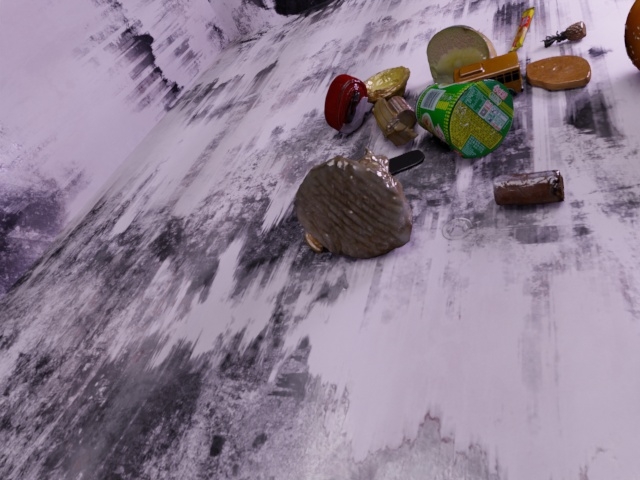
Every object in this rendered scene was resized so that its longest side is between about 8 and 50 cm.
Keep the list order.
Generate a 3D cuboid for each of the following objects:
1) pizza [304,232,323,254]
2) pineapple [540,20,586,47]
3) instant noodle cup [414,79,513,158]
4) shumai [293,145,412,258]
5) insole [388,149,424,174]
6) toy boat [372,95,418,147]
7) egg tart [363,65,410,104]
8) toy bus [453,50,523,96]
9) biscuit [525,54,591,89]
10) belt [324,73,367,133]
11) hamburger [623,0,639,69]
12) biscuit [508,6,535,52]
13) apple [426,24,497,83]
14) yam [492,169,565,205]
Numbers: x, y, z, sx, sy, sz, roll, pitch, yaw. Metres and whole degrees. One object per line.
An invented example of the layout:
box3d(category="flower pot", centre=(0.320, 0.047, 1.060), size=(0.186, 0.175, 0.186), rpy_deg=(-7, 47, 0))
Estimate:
box3d(category="pizza", centre=(0.000, 0.001, 1.211), size=(0.078, 0.025, 0.083), rpy_deg=(-27, 55, -16))
box3d(category="pineapple", centre=(0.783, -0.655, 1.370), size=(0.124, 0.058, 0.058), rpy_deg=(-10, 42, 46))
box3d(category="instant noodle cup", centre=(0.385, -0.361, 1.214), size=(0.207, 0.207, 0.233), rpy_deg=(-34, 32, -2))
box3d(category="shumai", centre=(0.124, -0.103, 1.148), size=(0.313, 0.267, 0.262), rpy_deg=(26, 30, 17))
box3d(category="insole", centre=(0.173, -0.214, 1.331), size=(0.309, 0.012, 0.110), rpy_deg=(-20, 39, 14))
box3d(category="toy boat", centre=(0.252, -0.411, 1.411), size=(0.115, 0.089, 0.310), rpy_deg=(-49, 26, 27))
box3d(category="egg tart", centre=(0.244, -0.575, 1.605), size=(0.212, 0.090, 0.213), rpy_deg=(-17, 42, 16))
box3d(category="toy bus", centre=(0.510, -0.494, 1.314), size=(0.200, 0.114, 0.098), rpy_deg=(-9, 52, 24))
box3d(category="biscuit", centre=(0.707, -0.500, 1.262), size=(0.141, 0.029, 0.221), rpy_deg=(-37, 38, -4))
box3d(category="belt", centre=(0.095, -0.493, 1.550), size=(0.127, 0.201, 0.124), rpy_deg=(-1, 27, -28))
box3d(category="hamburger", centre=(0.835, -0.508, 1.024), size=(0.169, 0.246, 0.246), rpy_deg=(-13, 41, 38))
box3d(category="biscuit", centre=(0.726, -0.755, 1.526), size=(0.048, 0.026, 0.292), rpy_deg=(-16, 37, 50))
box3d(category="apple", centre=(0.488, -0.635, 1.435), size=(0.120, 0.193, 0.264), rpy_deg=(-37, 36, -23))
box3d(category="yam", centre=(0.478, -0.120, 0.975), size=(0.141, 0.079, 0.079), rpy_deg=(-2, 48, 35))
